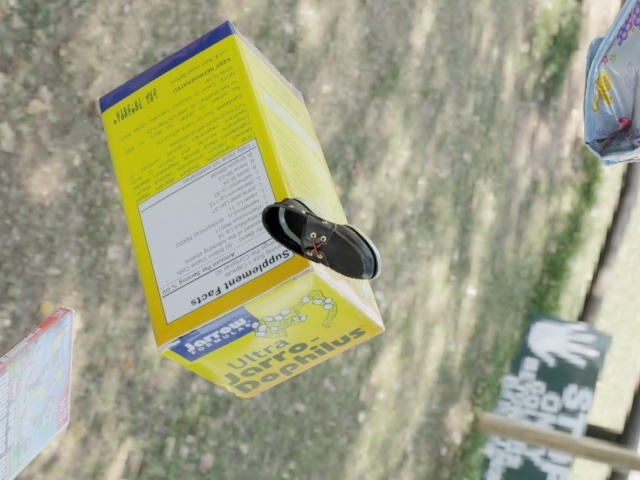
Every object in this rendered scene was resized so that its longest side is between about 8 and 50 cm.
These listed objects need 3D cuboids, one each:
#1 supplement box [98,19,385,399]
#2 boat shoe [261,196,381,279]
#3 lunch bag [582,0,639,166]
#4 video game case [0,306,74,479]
[{"bbox_3d":[-0.095,-0.033,1.396,0.195,0.194,0.356,40,26,-54],"label":"supplement box"},{"bbox_3d":[0.000,0.002,1.087,0.042,0.133,0.049,-16,126,-40],"label":"boat shoe"},{"bbox_3d":[0.140,-0.066,0.459,0.071,0.053,0.083,-4,131,-38],"label":"lunch bag"},{"bbox_3d":[-0.429,0.238,1.723,0.285,0.025,0.204,-50,150,-64],"label":"video game case"}]
